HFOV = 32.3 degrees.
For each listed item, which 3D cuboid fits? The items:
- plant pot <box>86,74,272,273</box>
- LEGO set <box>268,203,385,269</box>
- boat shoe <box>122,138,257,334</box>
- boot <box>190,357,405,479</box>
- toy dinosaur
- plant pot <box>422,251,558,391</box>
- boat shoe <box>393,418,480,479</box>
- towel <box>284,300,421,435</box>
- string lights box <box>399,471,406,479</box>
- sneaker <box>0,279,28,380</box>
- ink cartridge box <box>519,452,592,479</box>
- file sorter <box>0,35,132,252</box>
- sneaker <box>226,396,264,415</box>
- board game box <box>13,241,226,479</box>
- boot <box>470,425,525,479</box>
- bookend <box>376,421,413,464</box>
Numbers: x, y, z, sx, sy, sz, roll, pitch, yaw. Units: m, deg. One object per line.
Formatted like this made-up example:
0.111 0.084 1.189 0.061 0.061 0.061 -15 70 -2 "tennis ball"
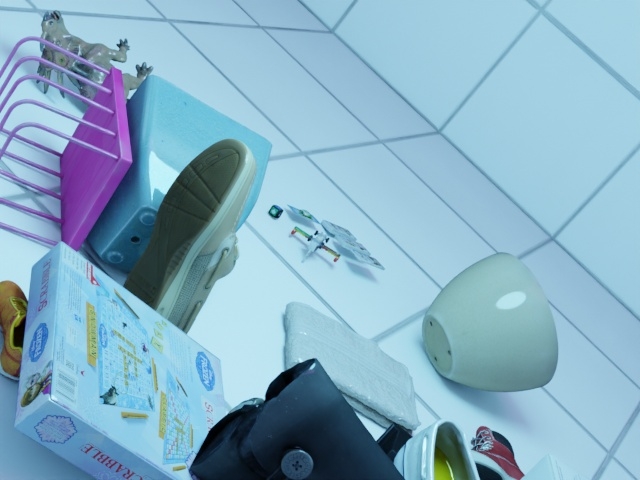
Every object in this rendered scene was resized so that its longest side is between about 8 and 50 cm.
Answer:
-0.250 -0.063 1.807 0.248 0.247 0.252 29 37 -24 "plant pot"
0.000 0.000 2.325 0.244 0.060 0.182 22 16 -38 "LEGO set"
-0.183 0.006 1.643 0.110 0.341 0.121 20 18 -44 "boat shoe"
0.109 0.324 1.393 0.445 0.367 0.146 51 4 0 "boot"
-0.430 -0.300 2.112 0.295 0.127 0.200 49 29 -9 "toy dinosaur"
0.316 0.183 2.210 0.191 0.284 0.284 -15 49 -19 "plant pot"
0.206 0.413 1.573 0.136 0.156 0.367 16 42 -21 "boat shoe"
0.057 0.227 1.961 0.282 0.049 0.187 31 24 -18 "towel"
0.017 0.330 1.600 0.259 0.133 0.077 50 27 22 "string lights box"
-0.397 0.109 1.467 0.064 0.067 0.175 19 29 -37 "sneaker"
0.426 0.497 1.864 0.237 0.172 0.100 34 23 -14 "ink cartridge box"
-0.431 -0.158 1.739 0.182 0.202 0.290 23 28 -28 "file sorter"
-0.052 0.336 1.523 0.271 0.108 0.100 51 24 21 "sneaker"
-0.249 0.196 1.450 0.318 0.066 0.318 42 19 -30 "board game box"
0.279 0.385 1.966 0.244 0.088 0.176 32 22 -37 "boot"
0.143 0.395 1.754 0.156 0.072 0.157 38 24 -1 "bookend"
